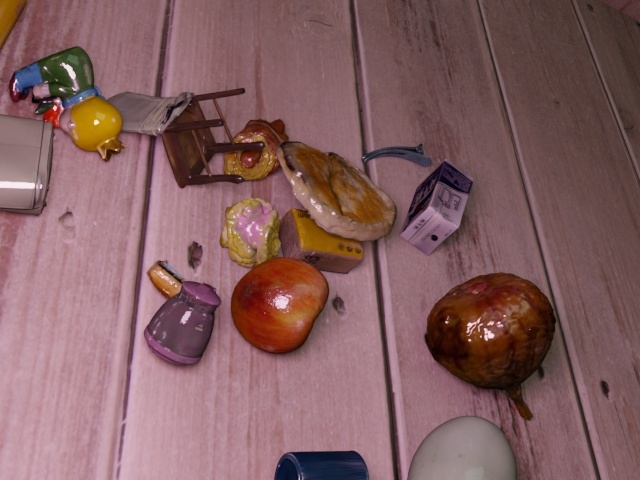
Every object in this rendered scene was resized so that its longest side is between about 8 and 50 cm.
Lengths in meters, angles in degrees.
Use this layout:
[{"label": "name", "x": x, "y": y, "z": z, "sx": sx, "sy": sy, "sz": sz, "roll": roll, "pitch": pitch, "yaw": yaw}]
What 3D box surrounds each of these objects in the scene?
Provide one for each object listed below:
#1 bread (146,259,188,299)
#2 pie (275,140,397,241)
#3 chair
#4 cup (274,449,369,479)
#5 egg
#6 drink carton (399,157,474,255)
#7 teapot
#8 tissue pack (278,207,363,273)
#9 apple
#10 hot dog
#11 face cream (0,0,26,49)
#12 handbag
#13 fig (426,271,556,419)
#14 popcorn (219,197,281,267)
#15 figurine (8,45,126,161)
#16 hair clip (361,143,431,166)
[{"label": "bread", "x": -0.286, "y": 0.084, "z": 1.619, "sx": 0.106, "sy": 0.053, "sz": 0.072, "roll": 38, "pitch": -1, "yaw": -6}, {"label": "pie", "x": 0.033, "y": -0.115, "z": 1.920, "sx": 0.339, "sy": 0.077, "sz": 0.339, "roll": 33, "pitch": 24, "yaw": -16}, {"label": "chair", "x": -0.306, "y": -0.226, "z": 1.816, "sx": 0.160, "sy": 0.319, "sz": 0.186, "roll": -64, "pitch": 146, "yaw": -44}, {"label": "cup", "x": 0.003, "y": 0.447, "z": 1.494, "sx": 0.138, "sy": 0.113, "sz": 0.150, "roll": 9, "pitch": 50, "yaw": -29}, {"label": "egg", "x": 0.271, "y": 0.461, "z": 1.614, "sx": 0.203, "sy": 0.203, "sz": 0.283, "roll": 39, "pitch": 47, "yaw": -3}, {"label": "drink carton", "x": 0.297, "y": -0.085, "z": 2.137, "sx": 0.102, "sy": 0.134, "sz": 0.222, "roll": 36, "pitch": 43, "yaw": -10}, {"label": "teapot", "x": -0.233, "y": 0.147, "z": 1.536, "sx": 0.116, "sy": 0.146, "sz": 0.148, "roll": 38, "pitch": 12, "yaw": 34}, {"label": "tissue pack", "x": 0.000, "y": 0.000, "z": 1.884, "sx": 0.169, "sy": 0.082, "sz": 0.120, "roll": 10, "pitch": 48, "yaw": -31}, {"label": "apple", "x": -0.079, "y": 0.125, "z": 1.638, "sx": 0.173, "sy": 0.195, "sz": 0.160, "roll": 30, "pitch": 7, "yaw": 27}, {"label": "hot dog", "x": -0.137, "y": -0.224, "z": 1.959, "sx": 0.123, "sy": 0.093, "sz": 0.261, "roll": 39, "pitch": 41, "yaw": -10}, {"label": "face cream", "x": -0.687, "y": -0.434, "z": 1.738, "sx": 0.078, "sy": 0.078, "sz": 0.273, "roll": 24, "pitch": 45, "yaw": -19}, {"label": "handbag", "x": -0.658, "y": -0.153, "z": 1.548, "sx": 0.315, "sy": 0.109, "sz": 0.241, "roll": 6, "pitch": 51, "yaw": -17}, {"label": "fig", "x": 0.415, "y": 0.256, "z": 1.882, "sx": 0.369, "sy": 0.286, "sz": 0.286, "roll": 58, "pitch": 39, "yaw": -16}, {"label": "popcorn", "x": -0.146, "y": -0.016, "z": 1.763, "sx": 0.125, "sy": 0.126, "sz": 0.145, "roll": -34, "pitch": 107, "yaw": -33}, {"label": "figurine", "x": -0.509, "y": -0.259, "z": 1.708, "sx": 0.127, "sy": 0.185, "sz": 0.234, "roll": -129, "pitch": -164, "yaw": -74}, {"label": "hair clip", "x": 0.195, "y": -0.229, "z": 2.261, "sx": 0.229, "sy": 0.039, "sz": 0.070, "roll": -5, "pitch": 59, "yaw": -34}]
